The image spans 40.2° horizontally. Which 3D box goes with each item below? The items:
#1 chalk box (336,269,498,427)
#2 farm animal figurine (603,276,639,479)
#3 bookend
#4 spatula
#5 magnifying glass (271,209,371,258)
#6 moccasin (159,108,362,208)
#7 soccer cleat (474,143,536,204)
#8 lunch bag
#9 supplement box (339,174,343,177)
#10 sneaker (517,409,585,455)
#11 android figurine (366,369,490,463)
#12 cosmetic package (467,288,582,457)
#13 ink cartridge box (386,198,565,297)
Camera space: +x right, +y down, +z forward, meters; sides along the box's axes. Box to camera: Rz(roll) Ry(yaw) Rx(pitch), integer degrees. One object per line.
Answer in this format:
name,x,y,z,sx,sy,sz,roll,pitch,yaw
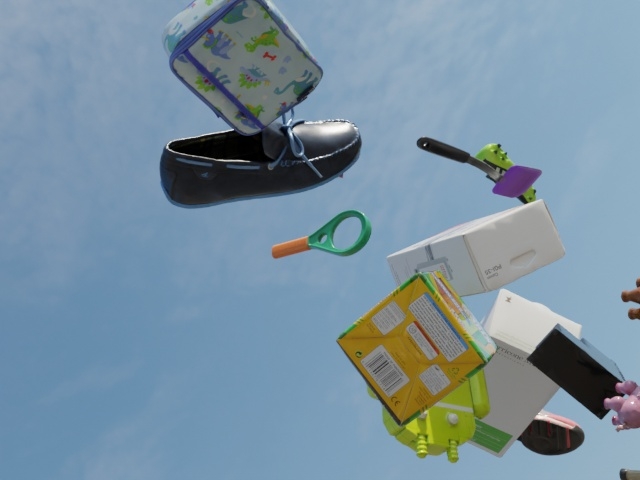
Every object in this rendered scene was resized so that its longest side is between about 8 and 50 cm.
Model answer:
chalk box,0.129,0.125,1.089,0.132,0.132,0.213,-40,-10,12
farm animal figurine,0.586,0.212,1.305,0.327,0.172,0.330,4,-97,-38
bookend,0.430,0.205,1.488,0.072,0.157,0.156,-51,-2,13
spatula,0.313,-0.151,1.752,0.296,0.030,0.084,19,-54,-23
magnifying glass,0.000,0.000,1.722,0.026,0.231,0.092,35,-130,-47
moccasin,-0.088,-0.139,1.413,0.342,0.138,0.117,-19,-43,-18
soccer cleat,0.429,-0.147,2.018,0.072,0.179,0.060,-31,14,49
lunch bag,-0.115,-0.263,1.285,0.176,0.090,0.219,-35,-41,10
supplement box,-0.006,-0.133,1.575,0.055,0.083,0.043,5,-96,-69
sneaker,0.498,0.433,2.176,0.136,0.314,0.116,-58,-30,-51
android figurine,0.187,0.261,1.544,0.248,0.273,0.056,16,-42,-21
cosmetic package,0.403,0.301,1.945,0.365,0.197,0.155,110,-173,-47
ink cartridge box,0.291,0.029,1.671,0.207,0.117,0.283,-22,0,-27
